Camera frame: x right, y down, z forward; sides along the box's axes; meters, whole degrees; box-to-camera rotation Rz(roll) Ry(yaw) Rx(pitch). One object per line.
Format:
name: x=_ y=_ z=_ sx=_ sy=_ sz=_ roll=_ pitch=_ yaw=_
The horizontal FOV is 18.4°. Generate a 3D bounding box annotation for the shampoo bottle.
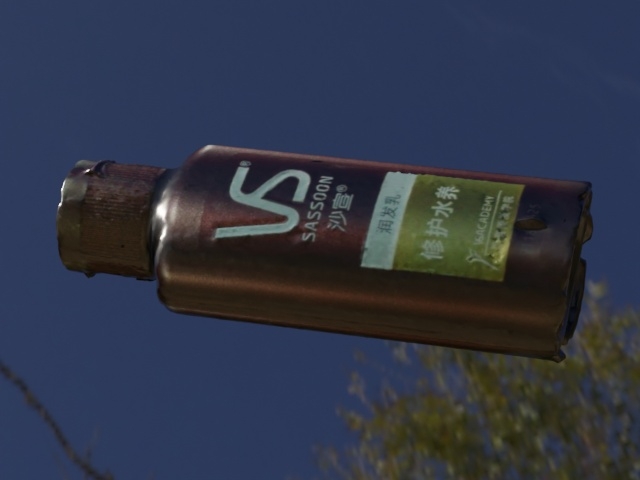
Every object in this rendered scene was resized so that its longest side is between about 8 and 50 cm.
shampoo bottle: x=0.000 y=0.000 z=1.219 sx=0.323 sy=0.129 sz=0.084 roll=8 pitch=-38 yaw=14
